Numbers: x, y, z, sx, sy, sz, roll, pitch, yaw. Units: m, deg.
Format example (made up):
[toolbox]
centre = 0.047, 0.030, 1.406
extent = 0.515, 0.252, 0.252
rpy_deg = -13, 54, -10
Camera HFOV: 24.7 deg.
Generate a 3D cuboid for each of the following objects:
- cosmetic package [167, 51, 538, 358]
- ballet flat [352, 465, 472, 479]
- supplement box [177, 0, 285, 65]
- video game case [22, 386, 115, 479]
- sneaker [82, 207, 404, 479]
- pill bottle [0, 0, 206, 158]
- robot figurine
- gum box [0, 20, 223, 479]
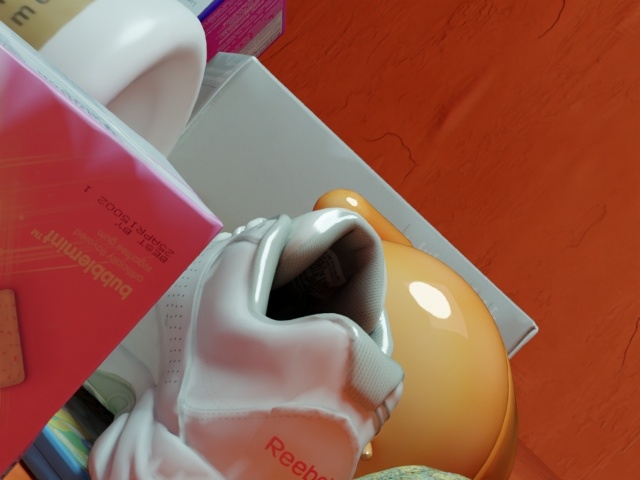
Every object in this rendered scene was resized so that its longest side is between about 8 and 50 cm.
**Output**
[cosmetic package]
centre = 0.000, 0.000, 0.878
extent = 0.238, 0.107, 0.127
rpy_deg = 46, -4, -17
[ballet flat]
centre = 0.096, 0.169, 0.579
extent = 0.123, 0.123, 0.348
rpy_deg = 44, 3, 39
[supplement box]
centre = -0.103, -0.204, 1.176
extent = 0.111, 0.114, 0.220
rpy_deg = 43, -11, 6
[video game case]
centre = -0.079, 0.072, 0.556
extent = 0.119, 0.015, 0.166
rpy_deg = 43, 2, 32
[sneaker]
centre = -0.026, 0.033, 0.514
extent = 0.090, 0.115, 0.232
rpy_deg = 41, 3, -28
[pill bottle]
centre = -0.165, -0.083, 0.496
extent = 0.229, 0.131, 0.131
rpy_deg = 35, 2, 7
[robot figurine]
centre = 0.024, 0.072, 0.656
extent = 0.128, 0.158, 0.219
rpy_deg = 29, -11, 16
[gum box]
centre = -0.124, -0.020, 0.365
extent = 0.188, 0.107, 0.062
rpy_deg = 40, 3, -33
